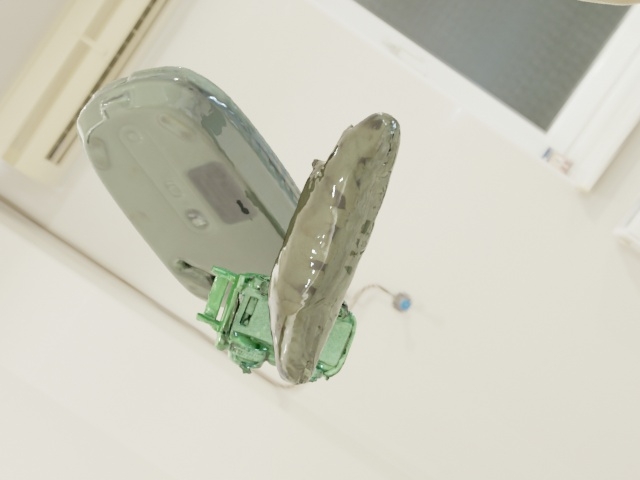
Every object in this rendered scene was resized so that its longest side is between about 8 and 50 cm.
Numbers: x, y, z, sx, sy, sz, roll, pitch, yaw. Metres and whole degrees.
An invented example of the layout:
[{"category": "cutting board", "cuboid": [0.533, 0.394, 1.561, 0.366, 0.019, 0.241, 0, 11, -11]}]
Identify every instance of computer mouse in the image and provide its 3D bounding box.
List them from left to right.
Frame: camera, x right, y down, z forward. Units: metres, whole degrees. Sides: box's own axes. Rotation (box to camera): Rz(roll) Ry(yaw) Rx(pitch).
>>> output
[{"category": "computer mouse", "cuboid": [-0.119, -0.049, 1.028, 0.197, 0.331, 0.095, -15, 38, 22]}]

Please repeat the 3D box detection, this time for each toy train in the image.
[{"category": "toy train", "cuboid": [-0.043, 0.081, 0.949, 0.081, 0.149, 0.099, -132, 60, -72]}]

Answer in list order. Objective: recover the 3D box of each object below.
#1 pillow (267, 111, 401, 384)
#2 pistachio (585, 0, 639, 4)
[{"category": "pillow", "cuboid": [-0.001, 0.001, 0.797, 0.093, 0.051, 0.241, 35, 110, 53]}, {"category": "pistachio", "cuboid": [0.321, -0.359, 1.078, 0.181, 0.293, 0.162, 117, 158, -46]}]
